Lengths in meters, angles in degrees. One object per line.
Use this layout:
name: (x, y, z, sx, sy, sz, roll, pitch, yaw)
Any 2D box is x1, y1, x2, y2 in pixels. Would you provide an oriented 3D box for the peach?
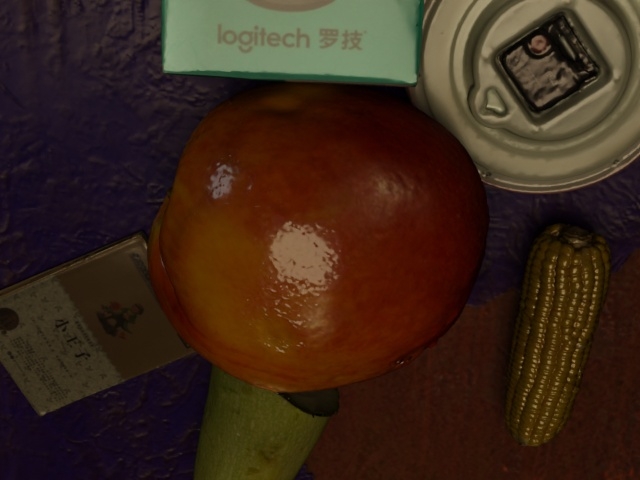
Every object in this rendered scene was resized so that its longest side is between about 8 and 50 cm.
peach: (0.000, 0.000, 0.940, 0.281, 0.238, 0.280, 4, 72, -12)

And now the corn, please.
corn: (0.221, 0.093, 1.066, 0.080, 0.080, 0.231, 4, 116, 0)

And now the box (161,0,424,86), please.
box: (-0.015, -0.277, 0.856, 0.205, 0.118, 0.311, 3, 106, -1)

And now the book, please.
book: (-0.229, 0.085, 1.112, 0.199, 0.016, 0.138, -23, 112, 12)

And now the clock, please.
clock: (0.192, -0.154, 0.963, 0.245, 0.056, 0.244, 1, 116, 2)

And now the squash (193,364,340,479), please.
squash: (-0.059, 0.212, 1.116, 0.137, 0.137, 0.287, 12, 121, -3)
